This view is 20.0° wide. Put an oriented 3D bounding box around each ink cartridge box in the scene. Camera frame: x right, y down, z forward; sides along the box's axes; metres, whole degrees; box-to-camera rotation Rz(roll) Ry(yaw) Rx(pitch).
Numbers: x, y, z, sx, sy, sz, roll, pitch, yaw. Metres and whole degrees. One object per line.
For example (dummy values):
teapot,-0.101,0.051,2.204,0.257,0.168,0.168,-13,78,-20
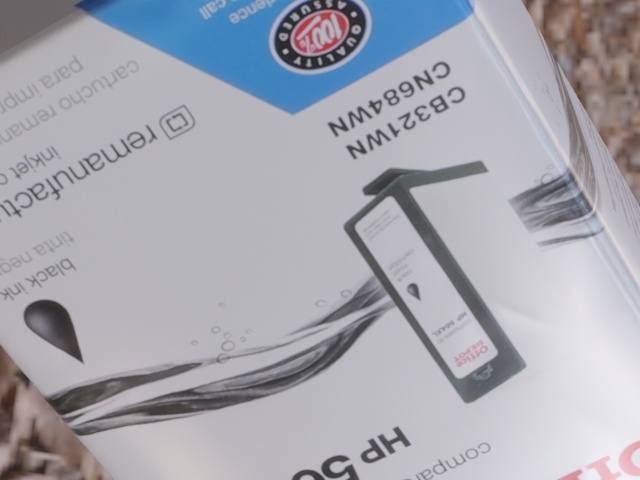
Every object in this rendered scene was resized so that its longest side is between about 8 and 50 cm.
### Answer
ink cartridge box,0.000,0.000,0.478,0.203,0.148,0.086,55,16,-28
